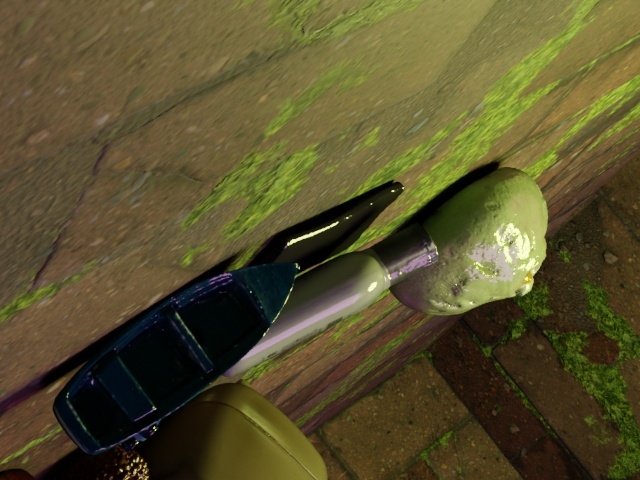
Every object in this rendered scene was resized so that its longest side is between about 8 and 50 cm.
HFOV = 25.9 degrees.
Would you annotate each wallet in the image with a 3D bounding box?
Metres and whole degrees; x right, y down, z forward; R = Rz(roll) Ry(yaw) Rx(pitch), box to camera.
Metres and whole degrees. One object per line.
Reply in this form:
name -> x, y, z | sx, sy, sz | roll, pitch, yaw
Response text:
wallet -> 0.000, 0.001, 1.613 | 0.244, 0.025, 0.124 | -25, 164, -51

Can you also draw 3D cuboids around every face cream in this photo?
face cream -> 0.002, 0.067, 1.618 | 0.291, 0.071, 0.144 | -27, 180, -11

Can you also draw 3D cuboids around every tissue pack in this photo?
tissue pack -> -0.176, 0.388, 2.010 | 0.387, 0.267, 0.277 | -44, -174, 35

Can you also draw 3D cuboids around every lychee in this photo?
lychee -> -0.278, 0.323, 1.805 | 0.129, 0.123, 0.123 | -36, 170, 3

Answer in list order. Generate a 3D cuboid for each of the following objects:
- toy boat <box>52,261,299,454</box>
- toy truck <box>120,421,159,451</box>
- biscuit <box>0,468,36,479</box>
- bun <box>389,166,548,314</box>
toy boat -> -0.140, 0.107, 1.417 | 0.299, 0.096, 0.062 | -36, 180, -27
toy truck -> -0.221, 0.211, 1.715 | 0.073, 0.056, 0.090 | -39, -176, 30
biscuit -> -0.467, 0.431, 1.609 | 0.407, 0.091, 0.407 | -44, 171, -9
bun -> 0.235, 0.023, 2.096 | 0.283, 0.179, 0.283 | -35, 172, -6
